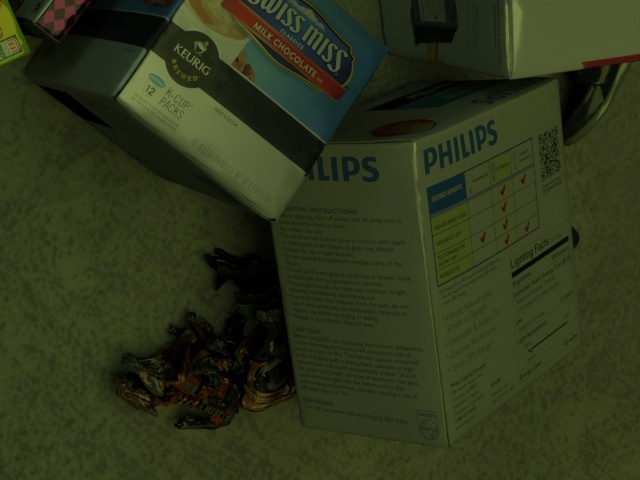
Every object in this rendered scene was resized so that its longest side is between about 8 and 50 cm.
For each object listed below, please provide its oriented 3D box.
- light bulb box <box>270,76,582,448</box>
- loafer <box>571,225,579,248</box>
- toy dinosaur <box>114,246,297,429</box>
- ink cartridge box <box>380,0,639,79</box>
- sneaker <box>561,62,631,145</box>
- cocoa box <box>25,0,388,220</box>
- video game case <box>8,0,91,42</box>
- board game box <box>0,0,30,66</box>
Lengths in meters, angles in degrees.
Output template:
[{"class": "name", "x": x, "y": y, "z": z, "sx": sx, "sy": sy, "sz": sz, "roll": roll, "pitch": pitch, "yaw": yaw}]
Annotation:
[{"class": "light bulb box", "x": 0.135, "y": 0.011, "z": 1.809, "sx": 0.358, "sy": 0.225, "sz": 0.361, "roll": -26, "pitch": 113, "yaw": -51}, {"class": "loafer", "x": 0.300, "y": 0.035, "z": 2.059, "sx": 0.170, "sy": 0.061, "sz": 0.062, "roll": -36, "pitch": 112, "yaw": -16}, {"class": "toy dinosaur", "x": -0.096, "y": 0.139, "z": 1.870, "sx": 0.322, "sy": 0.164, "sz": 0.218, "roll": -12, "pitch": 121, "yaw": -42}, {"class": "ink cartridge box", "x": 0.242, "y": -0.289, "z": 1.829, "sx": 0.226, "sy": 0.306, "sz": 0.131, "roll": -11, "pitch": 106, "yaw": -23}, {"class": "sneaker", "x": 0.356, "y": -0.247, "z": 2.032, "sx": 0.118, "sy": 0.083, "sz": 0.222, "roll": 28, "pitch": 95, "yaw": -9}, {"class": "cocoa box", "x": -0.136, "y": -0.198, "z": 1.641, "sx": 0.231, "sy": 0.347, "sz": 0.228, "roll": 38, "pitch": 82, "yaw": -27}, {"class": "video game case", "x": -0.260, "y": -0.323, "z": 1.634, "sx": 0.042, "sy": 0.210, "sz": 0.232, "roll": 40, "pitch": 81, "yaw": -27}, {"class": "board game box", "x": -0.374, "y": -0.243, "z": 1.610, "sx": 0.043, "sy": 0.181, "sz": 0.092, "roll": -28, "pitch": 111, "yaw": -18}]
